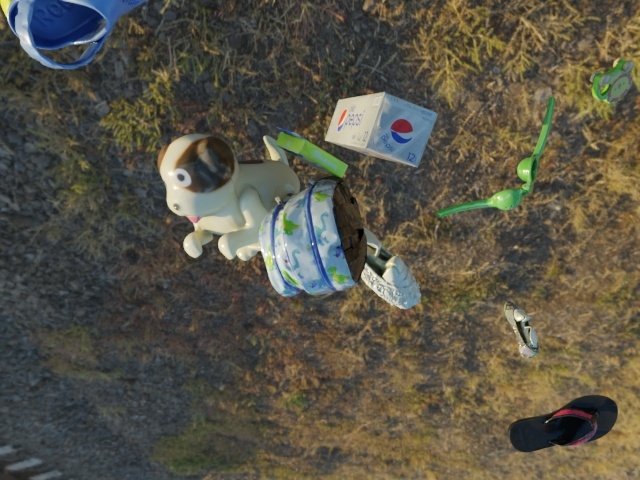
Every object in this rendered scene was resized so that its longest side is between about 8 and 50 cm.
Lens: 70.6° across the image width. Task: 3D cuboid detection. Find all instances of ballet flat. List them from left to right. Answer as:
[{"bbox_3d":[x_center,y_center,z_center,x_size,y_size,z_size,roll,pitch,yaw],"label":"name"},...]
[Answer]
[{"bbox_3d":[0.178,0.065,1.454,0.409,0.147,0.147,40,133,1],"label":"ballet flat"},{"bbox_3d":[0.378,0.159,0.839,0.041,0.114,0.041,-5,148,-3],"label":"ballet flat"}]

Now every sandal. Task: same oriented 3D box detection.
[{"bbox_3d":[-0.269,-0.319,0.568,0.318,0.138,0.126,-28,148,20],"label":"sandal"},{"bbox_3d":[0.393,0.299,0.722,0.180,0.067,0.040,-18,169,1],"label":"sandal"}]

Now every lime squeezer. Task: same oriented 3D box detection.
[{"bbox_3d":[0.380,-0.130,0.895,0.059,0.109,0.310,26,113,-38],"label":"lime squeezer"}]

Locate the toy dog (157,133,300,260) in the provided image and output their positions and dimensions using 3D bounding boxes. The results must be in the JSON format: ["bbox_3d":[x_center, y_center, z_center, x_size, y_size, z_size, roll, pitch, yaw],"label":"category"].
[{"bbox_3d":[-0.221,-0.128,1.187,0.285,0.394,0.408,15,176,37],"label":"toy dog"}]

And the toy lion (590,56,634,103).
[{"bbox_3d":[0.642,-0.341,0.993,0.100,0.034,0.096,-30,133,-5],"label":"toy lion"}]

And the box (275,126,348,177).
[{"bbox_3d":[-0.027,-0.216,1.118,0.178,0.109,0.042,23,95,-43],"label":"box"}]

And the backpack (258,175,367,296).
[{"bbox_3d":[0.000,0.000,1.061,0.274,0.355,0.289,-12,101,-5],"label":"backpack"}]

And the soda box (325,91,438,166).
[{"bbox_3d":[0.095,-0.201,0.814,0.098,0.286,0.091,16,101,-15],"label":"soda box"}]
